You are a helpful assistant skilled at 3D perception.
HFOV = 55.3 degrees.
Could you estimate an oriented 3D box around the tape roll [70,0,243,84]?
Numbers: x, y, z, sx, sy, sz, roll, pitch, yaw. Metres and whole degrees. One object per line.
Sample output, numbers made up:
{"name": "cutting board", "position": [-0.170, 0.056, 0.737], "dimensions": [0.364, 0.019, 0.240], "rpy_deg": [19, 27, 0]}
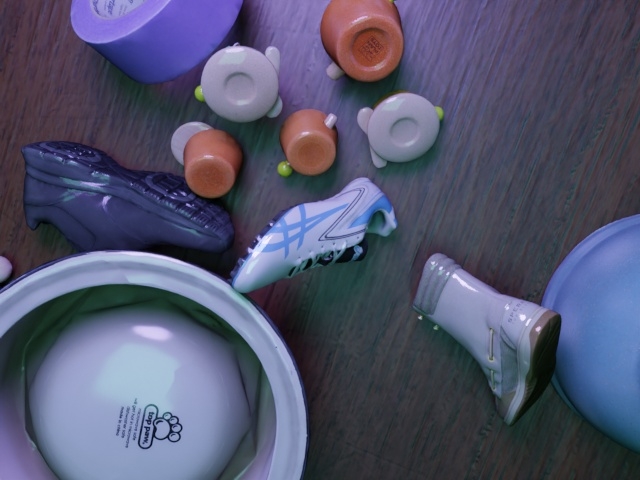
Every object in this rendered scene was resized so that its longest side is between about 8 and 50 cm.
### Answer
{"name": "tape roll", "position": [-0.184, -0.278, 0.690], "dimensions": [0.188, 0.080, 0.189], "rpy_deg": [-13, 63, 26]}

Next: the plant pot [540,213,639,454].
{"name": "plant pot", "position": [0.409, 0.122, 0.660], "dimensions": [0.292, 0.196, 0.293], "rpy_deg": [1, 97, 6]}

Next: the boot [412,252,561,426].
{"name": "boot", "position": [0.192, 0.120, 0.733], "dimensions": [0.165, 0.213, 0.077], "rpy_deg": [32, 60, 34]}

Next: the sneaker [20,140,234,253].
{"name": "sneaker", "position": [-0.244, -0.030, 0.769], "dimensions": [0.286, 0.109, 0.130], "rpy_deg": [20, 107, 10]}

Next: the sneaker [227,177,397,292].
{"name": "sneaker", "position": [0.000, 0.000, 0.688], "dimensions": [0.086, 0.237, 0.085], "rpy_deg": [49, 142, 13]}

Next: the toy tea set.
{"name": "toy tea set", "position": [-0.029, -0.173, 0.736], "dimensions": [0.335, 0.124, 0.200], "rpy_deg": [-14, 124, 4]}

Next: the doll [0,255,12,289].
{"name": "doll", "position": [-0.459, 0.110, 0.822], "dimensions": [0.129, 0.046, 0.189], "rpy_deg": [22, 91, 13]}

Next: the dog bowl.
{"name": "dog bowl", "position": [-0.218, 0.204, 0.733], "dimensions": [0.407, 0.150, 0.409], "rpy_deg": [0, 96, -4]}
